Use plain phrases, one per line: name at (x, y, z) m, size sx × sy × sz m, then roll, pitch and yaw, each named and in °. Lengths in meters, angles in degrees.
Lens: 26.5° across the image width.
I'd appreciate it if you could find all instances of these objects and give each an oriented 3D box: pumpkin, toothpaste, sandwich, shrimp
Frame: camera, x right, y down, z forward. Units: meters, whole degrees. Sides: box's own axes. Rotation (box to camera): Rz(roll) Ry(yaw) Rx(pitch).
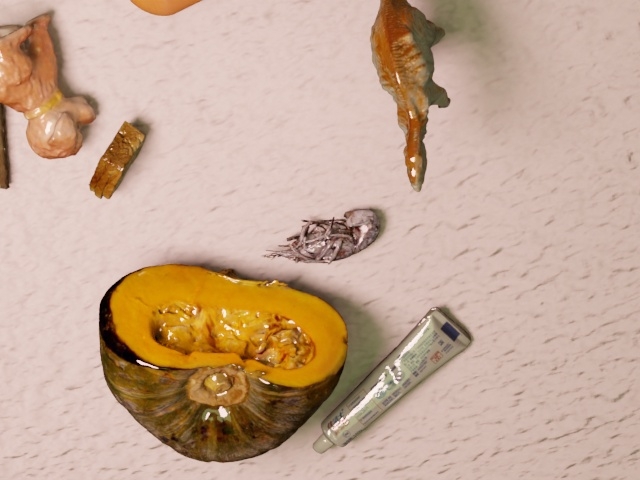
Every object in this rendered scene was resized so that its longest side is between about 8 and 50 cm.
pumpkin at (-0.140, 0.163, 1.811) m, size 0.325 × 0.242 × 0.232 m, roll 14°, pitch 137°, yaw -3°
toothpaste at (0.087, 0.201, 1.862) m, size 0.268 × 0.047 × 0.069 m, roll -44°, pitch 79°, yaw 13°
sandwich at (-0.268, -0.104, 1.793) m, size 0.035 × 0.093 × 0.105 m, roll 31°, pitch 140°, yaw -5°
shrimp at (0.000, 0.000, 1.805) m, size 0.165 × 0.056 × 0.065 m, roll -12°, pitch 121°, yaw -1°

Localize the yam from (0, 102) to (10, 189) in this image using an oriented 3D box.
yam at (-0.444, -0.132, 1.810) m, size 0.054 × 0.054 × 0.132 m, roll 0°, pitch 108°, yaw 6°

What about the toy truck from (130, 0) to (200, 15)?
toy truck at (-0.210, -0.414, 1.635) m, size 0.265 × 0.189 × 0.239 m, roll 33°, pitch 113°, yaw -10°

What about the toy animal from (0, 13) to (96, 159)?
toy animal at (-0.385, -0.171, 1.732) m, size 0.104 × 0.184 × 0.185 m, roll -5°, pitch 116°, yaw 33°

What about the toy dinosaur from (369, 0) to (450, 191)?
toy dinosaur at (0.100, -0.249, 1.665) m, size 0.092 × 0.205 × 0.393 m, roll -10°, pitch 87°, yaw 15°
